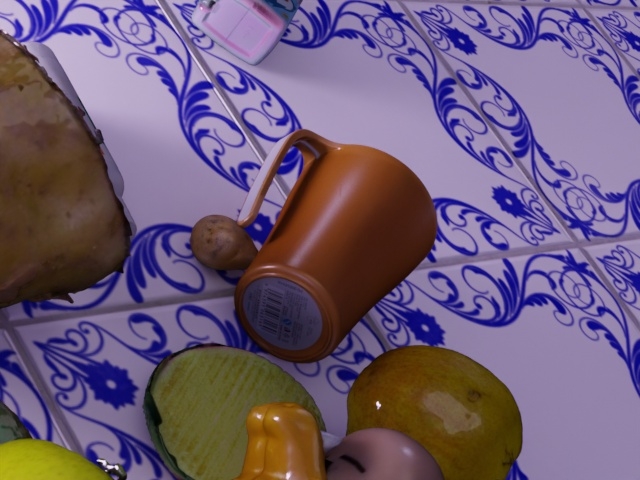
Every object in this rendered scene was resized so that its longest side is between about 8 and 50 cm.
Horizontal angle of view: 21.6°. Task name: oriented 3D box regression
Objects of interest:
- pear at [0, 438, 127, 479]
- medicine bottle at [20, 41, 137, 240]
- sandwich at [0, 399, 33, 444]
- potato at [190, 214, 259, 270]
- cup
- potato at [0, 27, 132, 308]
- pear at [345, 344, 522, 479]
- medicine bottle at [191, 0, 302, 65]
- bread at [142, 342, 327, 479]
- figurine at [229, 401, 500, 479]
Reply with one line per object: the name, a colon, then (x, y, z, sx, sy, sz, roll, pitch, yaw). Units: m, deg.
pear: (-0.242, 0.339, 1.249, 0.318, 0.238, 0.342, -34, 71, -27)
medicine bottle: (-0.286, -0.099, 1.852, 0.095, 0.095, 0.260, -1, 50, -43)
sandwich: (-0.387, 0.170, 1.443, 0.292, 0.109, 0.212, 44, 34, 7)
potato: (-0.109, 0.006, 1.933, 0.083, 0.062, 0.068, 38, 47, -43)
cup: (0.000, 0.000, 1.932, 0.226, 0.182, 0.264, 52, 39, -11)
potato: (-0.370, -0.035, 1.604, 0.289, 0.301, 0.237, 22, 45, 37)
pear: (0.115, 0.205, 1.796, 0.200, 0.200, 0.200, 25, 37, -20)
medicine bottle: (-0.090, -0.335, 2.296, 0.119, 0.094, 0.188, 35, 35, -9)
bread: (-0.084, 0.203, 1.752, 0.228, 0.033, 0.228, 24, 36, -19)
figurine: (0.064, 0.351, 1.521, 0.387, 0.268, 0.401, 25, 42, -24)
